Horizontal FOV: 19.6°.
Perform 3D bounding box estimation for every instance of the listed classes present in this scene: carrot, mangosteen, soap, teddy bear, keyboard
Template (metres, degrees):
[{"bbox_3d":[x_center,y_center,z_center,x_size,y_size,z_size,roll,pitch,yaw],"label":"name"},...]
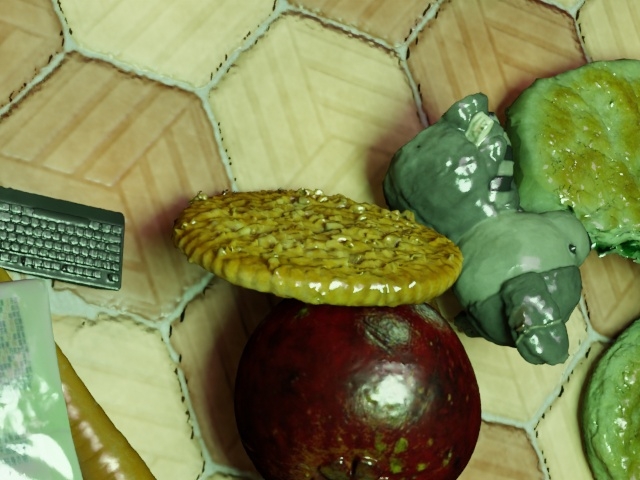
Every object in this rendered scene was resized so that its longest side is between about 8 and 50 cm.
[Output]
[{"bbox_3d":[-0.188,0.169,1.529,0.069,0.069,0.336,-32,93,-33],"label":"carrot"},{"bbox_3d":[0.032,0.116,1.607,0.215,0.215,0.257,31,35,-22],"label":"mangosteen"},{"bbox_3d":[-0.307,0.135,1.417,0.199,0.138,0.182,-9,85,-33],"label":"soap"},{"bbox_3d":[0.163,0.004,1.723,0.144,0.171,0.251,-27,83,-22],"label":"teddy bear"},{"bbox_3d":[-0.253,-0.010,1.556,0.196,0.015,0.074,14,72,-29],"label":"keyboard"}]

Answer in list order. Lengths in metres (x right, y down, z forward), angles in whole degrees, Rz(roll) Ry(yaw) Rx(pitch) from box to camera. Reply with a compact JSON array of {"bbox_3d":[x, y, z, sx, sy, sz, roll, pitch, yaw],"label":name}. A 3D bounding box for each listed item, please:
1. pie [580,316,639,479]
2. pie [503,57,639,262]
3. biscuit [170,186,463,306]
[{"bbox_3d":[0.380,0.196,1.860,0.277,0.078,0.277,7,76,-28],"label":"pie"},{"bbox_3d":[0.347,-0.046,1.856,0.371,0.078,0.296,36,54,-5],"label":"pie"},{"bbox_3d":[0.000,0.000,1.584,0.254,0.254,0.035,-2,111,-32],"label":"biscuit"}]
